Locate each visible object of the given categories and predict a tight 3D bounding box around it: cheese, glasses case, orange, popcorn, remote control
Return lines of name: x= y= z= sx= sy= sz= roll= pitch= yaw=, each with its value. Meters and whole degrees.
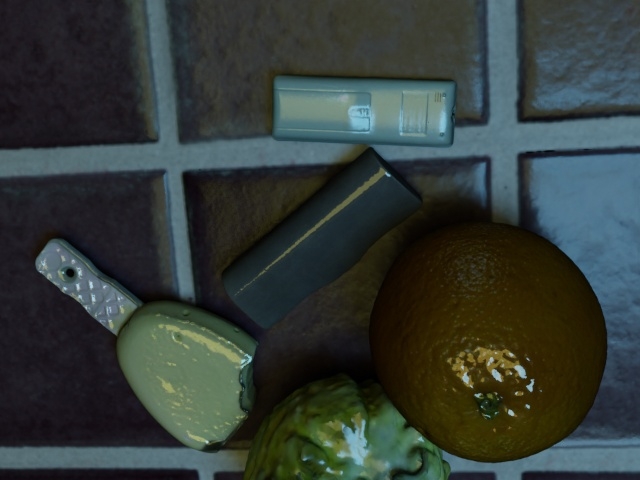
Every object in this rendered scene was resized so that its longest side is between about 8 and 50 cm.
cheese: x=-0.164 y=0.088 z=0.774 sx=0.255 sy=0.050 sz=0.127 roll=41 pitch=105 yaw=-3
glasses case: x=-0.001 y=0.001 z=0.736 sx=0.190 sy=0.042 sz=0.072 roll=-39 pitch=113 yaw=14
orange: x=0.135 y=0.081 z=0.658 sx=0.205 sy=0.206 sz=0.206 roll=2 pitch=103 yaw=7
popcorn: x=0.025 y=0.230 z=0.714 sx=0.197 sy=0.213 sz=0.198 roll=8 pitch=142 yaw=6
remote control: x=0.038 y=-0.113 z=0.712 sx=0.162 sy=0.029 sz=0.061 roll=3 pitch=105 yaw=7
